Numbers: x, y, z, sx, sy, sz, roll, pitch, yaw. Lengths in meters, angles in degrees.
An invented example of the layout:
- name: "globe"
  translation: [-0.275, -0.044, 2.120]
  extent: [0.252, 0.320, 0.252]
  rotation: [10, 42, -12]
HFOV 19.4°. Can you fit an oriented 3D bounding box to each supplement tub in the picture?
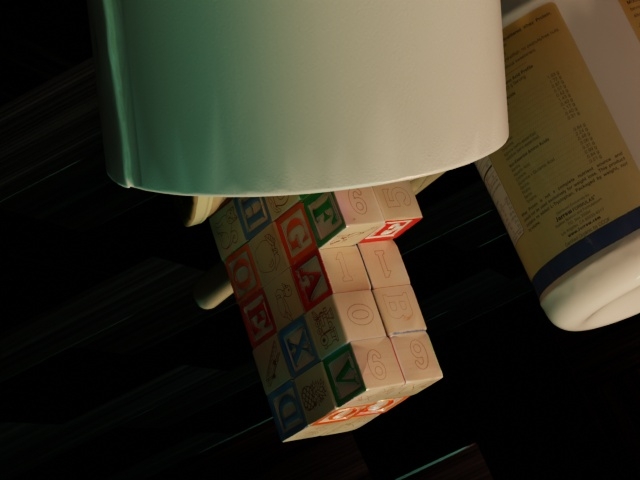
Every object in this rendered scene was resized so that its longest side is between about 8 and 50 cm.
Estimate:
- name: "supplement tub"
  translation: [0.228, -0.110, 1.532]
  extent: [0.228, 0.316, 0.228]
  rotation: [-23, 167, -5]

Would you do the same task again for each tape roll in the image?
- name: "tape roll"
  translation: [-0.015, -0.133, 1.104]
  extent: [0.246, 0.169, 0.246]
  rotation: [-5, -165, 1]

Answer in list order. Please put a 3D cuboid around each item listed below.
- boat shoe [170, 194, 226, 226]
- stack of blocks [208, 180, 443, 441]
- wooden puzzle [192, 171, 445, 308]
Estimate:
- name: "boat shoe"
  translation: [-0.075, -0.101, 1.507]
  extent: [0.098, 0.109, 0.302]
  rotation: [-19, 161, -17]
- name: "stack of blocks"
  translation: [0.000, 0.000, 1.592]
  extent: [0.087, 0.297, 0.171]
  rotation: [-5, 159, -38]
- name: "wooden puzzle"
  translation: [0.055, -0.082, 1.836]
  extent: [0.348, 0.080, 0.322]
  rotation: [-29, 174, -44]
